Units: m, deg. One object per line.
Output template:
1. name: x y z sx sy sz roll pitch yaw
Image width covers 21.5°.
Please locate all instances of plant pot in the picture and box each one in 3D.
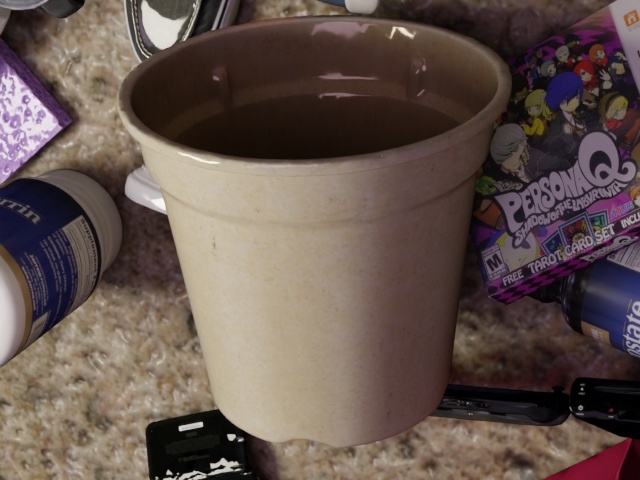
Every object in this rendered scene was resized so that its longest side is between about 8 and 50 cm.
1. plant pot: 0.000 0.000 1.492 0.334 0.334 0.305 7 119 18

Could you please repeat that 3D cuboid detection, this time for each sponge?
1. sponge: -0.369 -0.168 1.779 0.117 0.031 0.210 -40 92 27

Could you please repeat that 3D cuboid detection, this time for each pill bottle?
1. pill bottle: -0.309 0.023 1.694 0.153 0.264 0.153 6 110 17
2. pill bottle: 0.298 0.045 1.542 0.219 0.123 0.123 22 116 26

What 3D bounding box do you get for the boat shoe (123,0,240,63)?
1. boat shoe: -0.137 -0.304 1.591 0.121 0.119 0.335 16 114 15

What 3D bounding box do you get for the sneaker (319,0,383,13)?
1. sneaker: 0.010 -0.379 1.501 0.148 0.131 0.350 13 113 11

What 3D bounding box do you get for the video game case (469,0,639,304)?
1. video game case: 0.226 -0.083 1.517 0.232 0.042 0.210 -27 62 27

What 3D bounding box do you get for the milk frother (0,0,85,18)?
1. milk frother: -0.253 -0.303 1.626 0.129 0.135 0.143 28 124 -25

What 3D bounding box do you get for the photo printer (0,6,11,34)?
1. photo printer: -0.462 -0.266 1.707 0.256 0.107 0.307 -36 82 28

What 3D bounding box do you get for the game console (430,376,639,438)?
1. game console: 0.210 0.151 1.579 0.361 0.213 0.044 3 80 21

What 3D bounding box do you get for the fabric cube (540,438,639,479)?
1. fabric cube: 0.237 0.389 1.623 0.258 0.259 0.254 -29 96 27

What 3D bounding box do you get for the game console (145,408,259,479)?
1. game console: -0.120 0.245 1.845 0.122 0.071 0.107 -14 74 24

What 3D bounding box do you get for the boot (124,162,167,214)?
1. boot: -0.063 -0.075 1.672 0.258 0.095 0.123 12 107 8
